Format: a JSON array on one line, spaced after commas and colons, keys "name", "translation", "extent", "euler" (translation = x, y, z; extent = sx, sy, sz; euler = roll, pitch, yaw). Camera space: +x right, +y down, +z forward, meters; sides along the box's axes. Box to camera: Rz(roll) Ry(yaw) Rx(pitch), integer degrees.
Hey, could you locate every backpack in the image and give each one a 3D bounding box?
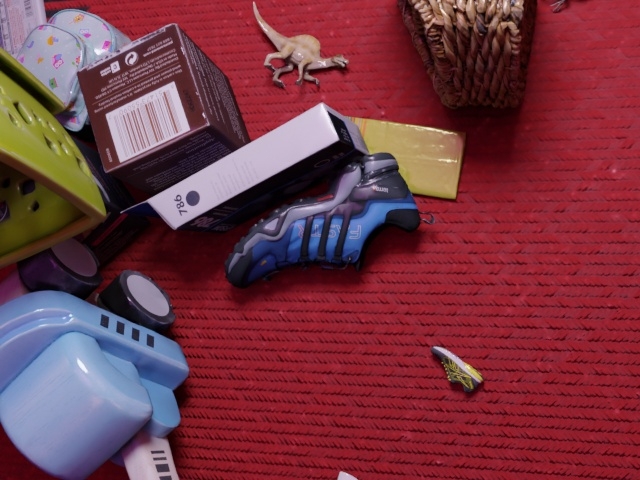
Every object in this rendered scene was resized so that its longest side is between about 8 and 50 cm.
[{"name": "backpack", "translation": [-0.392, -0.273, 1.290], "extent": [0.165, 0.144, 0.189], "euler": [23, 84, 23]}]

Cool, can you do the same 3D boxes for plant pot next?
[{"name": "plant pot", "translation": [-0.418, -0.104, 0.942], "extent": [0.228, 0.227, 0.207], "euler": [-24, 67, 8]}]

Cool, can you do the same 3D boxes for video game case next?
[{"name": "video game case", "translation": [-0.557, -0.340, 1.408], "extent": [0.183, 0.023, 0.202], "euler": [-16, 77, 12]}]

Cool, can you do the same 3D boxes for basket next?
[{"name": "basket", "translation": [0.164, -0.292, 1.059], "extent": [0.222, 0.299, 0.214], "euler": [9, 84, 14]}]

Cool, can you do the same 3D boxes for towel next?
[{"name": "towel", "translation": [0.092, -0.125, 1.195], "extent": [0.237, 0.021, 0.102], "euler": [9, 88, 16]}]

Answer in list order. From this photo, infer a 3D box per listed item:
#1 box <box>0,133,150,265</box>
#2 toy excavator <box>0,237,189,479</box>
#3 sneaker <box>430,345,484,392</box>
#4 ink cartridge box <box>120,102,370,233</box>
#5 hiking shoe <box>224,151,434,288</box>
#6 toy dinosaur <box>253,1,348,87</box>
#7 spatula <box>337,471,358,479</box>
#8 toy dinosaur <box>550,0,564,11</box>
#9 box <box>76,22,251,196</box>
[{"name": "box", "translation": [-0.396, -0.066, 1.182], "extent": [0.143, 0.270, 0.165], "euler": [-39, 72, 3]}, {"name": "toy excavator", "translation": [-0.262, 0.261, 1.086], "extent": [0.222, 0.433, 0.445], "euler": [-41, 46, 13]}, {"name": "sneaker", "translation": [0.182, 0.177, 1.107], "extent": [0.083, 0.031, 0.035], "euler": [36, 91, 18]}, {"name": "ink cartridge box", "translation": [-0.103, -0.080, 1.152], "extent": [0.332, 0.165, 0.065], "euler": [-25, 81, 17]}, {"name": "hiking shoe", "translation": [0.000, 0.000, 1.148], "extent": [0.304, 0.113, 0.132], "euler": [-33, 83, 14]}, {"name": "toy dinosaur", "translation": [-0.046, -0.289, 1.254], "extent": [0.183, 0.053, 0.093], "euler": [30, 73, 11]}, {"name": "spatula", "translation": [0.075, 0.456, 1.092], "extent": [0.168, 0.019, 0.242], "euler": [12, 83, 16]}, {"name": "toy dinosaur", "translation": [0.353, -0.373, 1.146], "extent": [0.082, 0.090, 0.047], "euler": [1, 61, -16]}, {"name": "box", "translation": [-0.220, -0.177, 1.191], "extent": [0.168, 0.203, 0.167], "euler": [-23, 75, 10]}]
